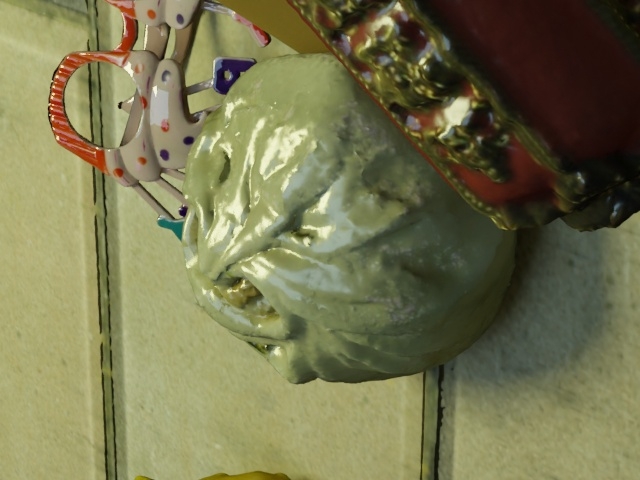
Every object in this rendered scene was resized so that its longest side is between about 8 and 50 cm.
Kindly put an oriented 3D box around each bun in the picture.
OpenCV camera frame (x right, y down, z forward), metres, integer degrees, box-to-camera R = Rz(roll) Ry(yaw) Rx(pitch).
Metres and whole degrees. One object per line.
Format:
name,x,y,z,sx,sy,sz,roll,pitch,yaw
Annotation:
bun,0.000,0.000,1.179,0.231,0.133,0.231,27,139,26

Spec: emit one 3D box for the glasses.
glasses,-0.080,-0.124,1.291,0.162,0.095,0.255,17,112,19

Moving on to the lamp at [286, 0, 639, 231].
lamp,0.078,-0.129,0.992,0.274,0.177,0.177,46,141,-11

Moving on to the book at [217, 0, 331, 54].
book,-0.044,-0.248,1.106,0.389,0.032,0.269,34,133,1

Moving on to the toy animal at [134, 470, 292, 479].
toy animal,-0.035,0.253,1.349,0.230,0.156,0.156,28,125,34
